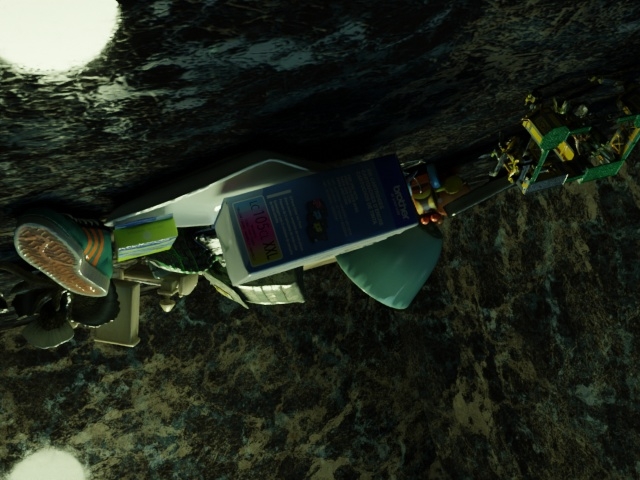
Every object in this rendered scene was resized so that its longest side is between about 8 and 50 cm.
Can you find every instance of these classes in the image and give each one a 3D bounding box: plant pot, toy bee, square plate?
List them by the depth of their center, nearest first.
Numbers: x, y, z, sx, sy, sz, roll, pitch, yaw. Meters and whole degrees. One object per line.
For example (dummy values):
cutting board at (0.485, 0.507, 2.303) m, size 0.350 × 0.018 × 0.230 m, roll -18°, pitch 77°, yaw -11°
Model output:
square plate at (-0.167, -0.097, 1.162) m, size 0.344 × 0.049 × 0.347 m, roll -19°, pitch 175°, yaw 22°
toy bee at (0.277, -0.124, 1.699) m, size 0.195 × 0.162 × 0.298 m, roll -18°, pitch 176°, yaw 39°
plant pot at (0.224, 0.020, 1.849) m, size 0.235 × 0.293 × 0.293 m, roll -52°, pitch 160°, yaw 22°

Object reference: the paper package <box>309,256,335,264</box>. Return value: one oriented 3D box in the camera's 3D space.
paper package at (0.000, 0.000, 2.165) m, size 0.324 × 0.168 × 0.309 m, roll -15°, pitch 175°, yaw -9°

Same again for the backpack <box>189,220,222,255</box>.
backpack at (-0.226, -0.028, 1.431) m, size 0.114 × 0.084 × 0.105 m, roll -13°, pitch 146°, yaw 21°

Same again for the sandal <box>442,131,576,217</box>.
sandal at (0.517, -0.207, 1.660) m, size 0.445 × 0.107 × 0.167 m, roll -30°, pitch 174°, yaw 21°

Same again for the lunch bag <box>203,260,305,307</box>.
lunch bag at (-0.198, 0.096, 1.772) m, size 0.286 × 0.169 × 0.235 m, roll -3°, pitch 160°, yaw 3°

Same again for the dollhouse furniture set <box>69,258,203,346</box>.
dollhouse furniture set at (-0.540, 0.162, 1.816) m, size 0.303 × 0.174 × 0.355 m, roll 8°, pitch -168°, yaw 7°

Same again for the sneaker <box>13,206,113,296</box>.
sneaker at (-0.445, -0.003, 1.094) m, size 0.108 × 0.121 × 0.302 m, roll 5°, pitch 156°, yaw 0°

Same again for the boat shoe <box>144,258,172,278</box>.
boat shoe at (-0.383, 0.048, 1.812) m, size 0.116 × 0.099 × 0.319 m, roll -18°, pitch 175°, yaw 32°

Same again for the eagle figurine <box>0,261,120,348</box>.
eagle figurine at (-0.606, 0.125, 1.453) m, size 0.225 × 0.226 × 0.298 m, roll -36°, pitch 177°, yaw -20°

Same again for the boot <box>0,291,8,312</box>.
boot at (-0.957, 0.189, 1.561) m, size 0.222 × 0.118 × 0.338 m, roll -19°, pitch -174°, yaw -3°

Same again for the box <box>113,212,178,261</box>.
box at (-0.329, -0.004, 1.151) m, size 0.109 × 0.043 × 0.178 m, roll -15°, pitch 175°, yaw -20°

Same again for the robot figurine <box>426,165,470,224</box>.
robot figurine at (0.378, -0.142, 1.901) m, size 0.158 × 0.128 × 0.219 m, roll -35°, pitch -164°, yaw -13°

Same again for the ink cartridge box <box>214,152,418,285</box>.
ink cartridge box at (0.008, -0.041, 1.205) m, size 0.395 × 0.151 × 0.270 m, roll -15°, pitch 176°, yaw -16°

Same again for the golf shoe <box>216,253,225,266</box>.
golf shoe at (-0.166, 0.011, 1.507) m, size 0.176 × 0.086 × 0.069 m, roll -1°, pitch 154°, yaw -11°

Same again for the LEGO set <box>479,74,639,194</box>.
LEGO set at (0.509, -0.247, 1.295) m, size 0.331 × 0.192 × 0.255 m, roll -19°, pitch 146°, yaw -7°

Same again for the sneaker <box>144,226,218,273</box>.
sneaker at (-0.327, 0.025, 1.524) m, size 0.146 × 0.134 × 0.343 m, roll -17°, pitch 176°, yaw 20°
